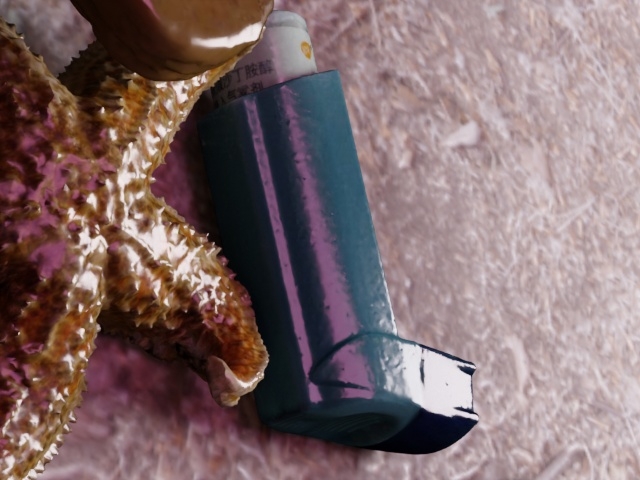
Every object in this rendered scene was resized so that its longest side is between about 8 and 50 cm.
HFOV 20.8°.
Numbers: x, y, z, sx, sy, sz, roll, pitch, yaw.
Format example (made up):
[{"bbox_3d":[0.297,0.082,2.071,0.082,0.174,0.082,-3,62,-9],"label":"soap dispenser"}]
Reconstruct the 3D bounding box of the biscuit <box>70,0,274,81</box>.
[{"bbox_3d":[-0.183,-0.274,0.774,0.394,0.076,0.368,14,65,-45],"label":"biscuit"}]

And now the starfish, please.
[{"bbox_3d":[-0.145,-0.025,0.845,0.303,0.113,0.312,-8,81,-45],"label":"starfish"}]

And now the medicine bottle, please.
[{"bbox_3d":[0.000,0.000,0.985,0.124,0.079,0.258,-5,76,-40],"label":"medicine bottle"}]
